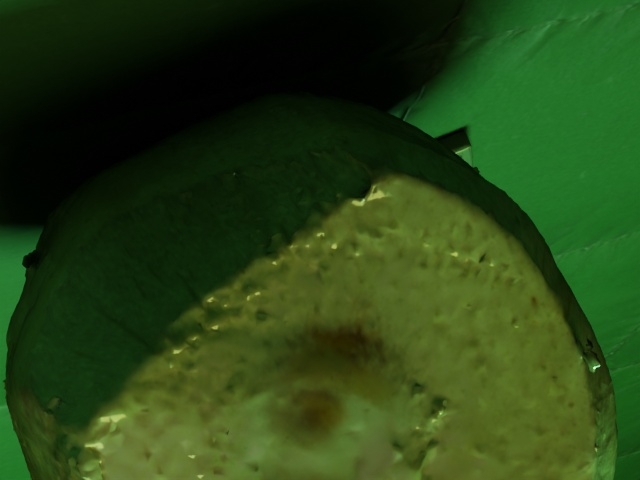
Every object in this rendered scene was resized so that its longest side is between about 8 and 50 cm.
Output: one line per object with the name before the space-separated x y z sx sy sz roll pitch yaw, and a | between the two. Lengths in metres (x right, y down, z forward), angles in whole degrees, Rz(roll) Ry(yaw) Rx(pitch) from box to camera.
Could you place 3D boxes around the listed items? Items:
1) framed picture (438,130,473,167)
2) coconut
framed picture | 0.000 -0.001 1.598 0.265 0.018 0.192 -21 161 -2
coconut | -0.022 0.091 1.327 0.405 0.404 0.404 -19 160 -7
